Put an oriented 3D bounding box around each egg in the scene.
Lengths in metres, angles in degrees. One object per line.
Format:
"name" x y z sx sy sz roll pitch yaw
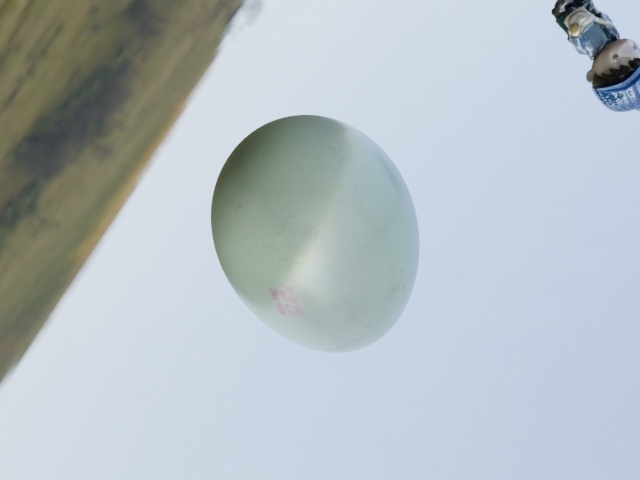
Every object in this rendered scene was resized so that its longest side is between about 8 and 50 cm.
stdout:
"egg" 0.000 0.000 1.369 0.183 0.264 0.183 -10 -130 12

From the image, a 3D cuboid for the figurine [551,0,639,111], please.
"figurine" 0.288 -0.191 1.546 0.077 0.136 0.079 -29 156 -26
